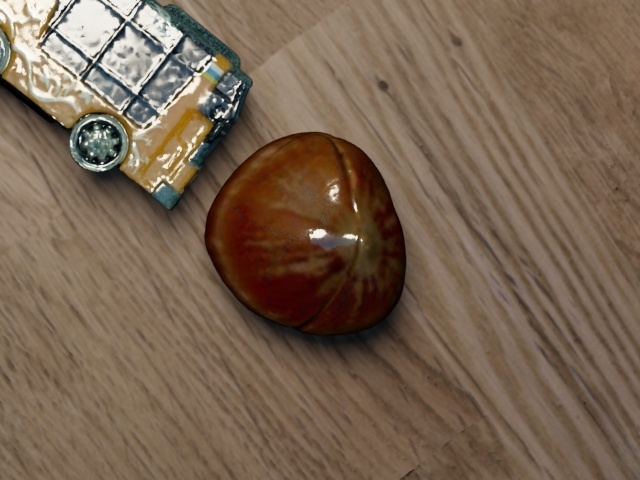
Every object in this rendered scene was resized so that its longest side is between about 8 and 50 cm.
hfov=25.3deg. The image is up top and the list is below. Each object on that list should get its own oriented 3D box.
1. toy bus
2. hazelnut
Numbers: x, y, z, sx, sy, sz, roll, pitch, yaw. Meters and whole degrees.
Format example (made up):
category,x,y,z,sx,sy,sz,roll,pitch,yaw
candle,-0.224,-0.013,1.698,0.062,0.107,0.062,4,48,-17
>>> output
category,x,y,z,sx,sy,sz,roll,pitch,yaw
toy bus,-0.240,-0.194,1.512,0.323,0.162,0.194,38,90,-10
hazelnut,0.000,0.000,1.552,0.229,0.229,0.229,-1,100,-8
